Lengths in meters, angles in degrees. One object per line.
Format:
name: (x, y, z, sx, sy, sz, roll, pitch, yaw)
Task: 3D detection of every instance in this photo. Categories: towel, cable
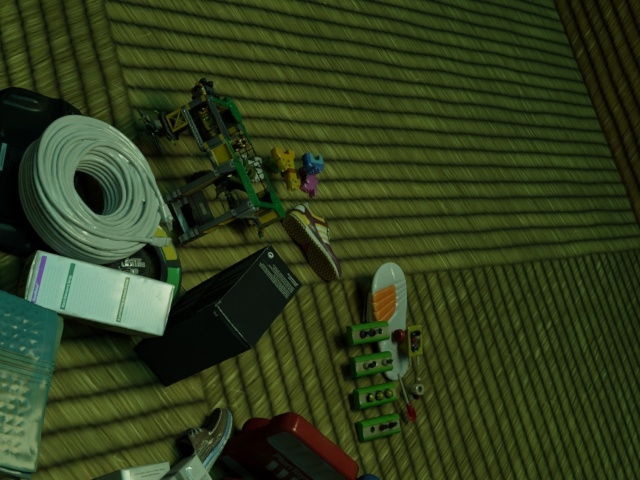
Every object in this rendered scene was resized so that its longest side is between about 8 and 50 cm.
towel: (-0.553, 0.164, 1.247, 0.370, 0.040, 0.272, 25, 51, -32)
cable: (-0.391, -0.086, 1.533, 0.257, 0.089, 0.257, -9, 79, -52)

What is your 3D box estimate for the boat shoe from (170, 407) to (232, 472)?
boat shoe: (-0.215, 0.363, 1.572, 0.066, 0.066, 0.183, 41, 46, -19)

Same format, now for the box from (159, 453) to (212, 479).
box: (-0.213, 0.433, 1.329, 0.145, 0.038, 0.186, 59, 37, -6)

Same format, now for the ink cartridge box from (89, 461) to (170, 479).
ink cartridge box: (-0.291, 0.465, 1.378, 0.093, 0.154, 0.213, 4, 66, -46)

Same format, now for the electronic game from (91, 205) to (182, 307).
electronic game: (-0.351, 0.042, 1.620, 0.229, 0.048, 0.229, 22, 55, -36)

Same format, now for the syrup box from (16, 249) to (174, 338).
syrup box: (-0.377, 0.093, 1.491, 0.236, 0.093, 0.096, 18, 73, -25)

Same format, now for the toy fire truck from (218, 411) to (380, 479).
toy fire truck: (-0.027, 0.430, 1.580, 0.302, 0.253, 0.169, 44, 45, -19)

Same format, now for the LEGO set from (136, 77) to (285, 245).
LEGO set: (-0.232, -0.131, 1.776, 0.331, 0.192, 0.255, 64, 13, -2)

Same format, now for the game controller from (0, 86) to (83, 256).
game controller: (-0.506, -0.123, 1.559, 0.166, 0.067, 0.319, 12, 60, -24)

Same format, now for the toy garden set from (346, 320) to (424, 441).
toy garden set: (0.159, 0.295, 1.933, 0.203, 0.049, 0.245, -3, 85, -39)

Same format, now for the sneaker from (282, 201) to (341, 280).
sneaker: (0.000, 0.000, 1.969, 0.186, 0.069, 0.084, 56, 48, -8)

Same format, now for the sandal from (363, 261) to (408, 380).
sandal: (0.139, 0.182, 2.016, 0.101, 0.076, 0.266, -6, 95, -37)

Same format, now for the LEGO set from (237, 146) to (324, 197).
LEGO set: (-0.064, -0.142, 1.968, 0.227, 0.087, 0.093, 6, 65, -41)

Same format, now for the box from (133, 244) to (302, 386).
box: (-0.182, 0.136, 1.577, 0.103, 0.261, 0.184, 53, 43, -10)
